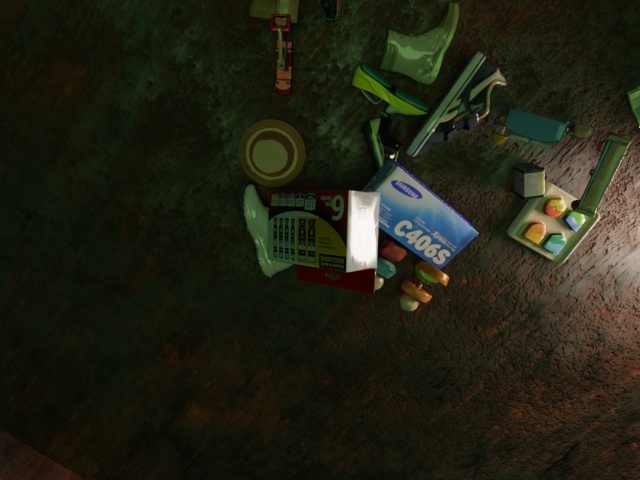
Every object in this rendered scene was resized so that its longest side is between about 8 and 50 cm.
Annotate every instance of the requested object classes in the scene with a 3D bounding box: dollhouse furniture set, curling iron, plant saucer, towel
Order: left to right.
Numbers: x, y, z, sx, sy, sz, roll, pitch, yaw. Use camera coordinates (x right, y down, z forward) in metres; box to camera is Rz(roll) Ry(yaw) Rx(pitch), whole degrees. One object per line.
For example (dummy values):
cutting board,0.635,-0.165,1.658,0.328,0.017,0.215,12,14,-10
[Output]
plant saucer,-0.142,-0.252,1.335,0.200,0.037,0.199,0,109,1
curling iron,0.035,-0.707,1.179,0.068,0.035,0.273,9,109,-1
dollhouse furniture set,0.625,-0.228,1.240,0.304,0.286,0.198,25,115,23
towel,0.936,-0.396,1.259,0.152,0.023,0.113,-29,104,11

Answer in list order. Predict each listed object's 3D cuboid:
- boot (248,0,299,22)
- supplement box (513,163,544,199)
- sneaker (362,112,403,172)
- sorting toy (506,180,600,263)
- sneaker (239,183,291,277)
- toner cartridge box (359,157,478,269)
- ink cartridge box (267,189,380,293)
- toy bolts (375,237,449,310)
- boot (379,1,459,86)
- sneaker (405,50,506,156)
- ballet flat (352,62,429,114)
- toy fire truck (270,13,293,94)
boot,-0.054,-0.694,1.158,0.236,0.089,0.269,15,108,16
supplement box,0.598,-0.170,1.313,0.056,0.083,0.083,-7,109,4
sneaker,0.196,-0.245,1.302,0.097,0.084,0.234,-19,107,5
sorting toy,0.701,-0.049,1.374,0.208,0.038,0.193,29,107,-7
sneaker,-0.161,-0.038,1.387,0.130,0.111,0.296,-21,111,-8
toner cartridge box,0.274,-0.068,1.312,0.348,0.075,0.165,33,110,-25
ink cartridge box,0.000,0.000,1.247,0.310,0.130,0.271,5,95,45
toy bolts,0.246,0.118,1.360,0.229,0.218,0.158,32,93,-1
boot,0.259,-0.536,1.209,0.165,0.077,0.213,18,109,-1
sneaker,0.371,-0.340,1.242,0.128,0.126,0.321,36,104,-4
ballet flat,0.188,-0.399,1.265,0.231,0.077,0.077,32,128,-5
toy fire truck,-0.099,-0.484,1.205,0.047,0.135,0.191,3,108,1
